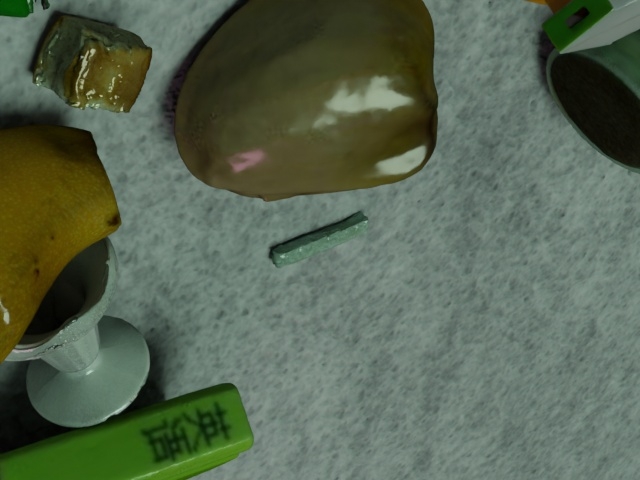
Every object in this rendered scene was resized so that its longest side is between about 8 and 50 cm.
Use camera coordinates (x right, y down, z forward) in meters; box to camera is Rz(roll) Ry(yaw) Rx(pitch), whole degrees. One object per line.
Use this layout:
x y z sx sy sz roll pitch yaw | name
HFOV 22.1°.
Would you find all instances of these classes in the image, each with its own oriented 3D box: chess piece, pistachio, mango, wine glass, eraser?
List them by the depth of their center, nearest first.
-0.318 0.019 1.396 0.359 0.187 0.144 -52 169 -33 | mango
-0.014 -0.145 1.548 0.261 0.163 0.212 -12 95 -7 | pistachio
-0.250 0.075 1.552 0.165 0.165 0.196 -34 148 -10 | wine glass
-0.232 0.234 1.683 0.274 0.092 0.210 -15 170 -30 | eraser
0.413 -0.230 1.810 0.299 0.194 0.194 -42 142 -16 | chess piece

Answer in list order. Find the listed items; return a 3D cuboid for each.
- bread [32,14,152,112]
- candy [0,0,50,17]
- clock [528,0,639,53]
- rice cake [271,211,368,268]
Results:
-0.202 -0.156 1.437 0.083 0.077 0.070 8 108 -44 | bread
-0.307 -0.220 1.287 0.203 0.078 0.141 -22 138 -31 | candy
0.304 -0.320 1.592 0.309 0.235 0.166 -25 155 -5 | clock
0.000 0.000 1.787 0.121 0.021 0.022 -23 132 -25 | rice cake
